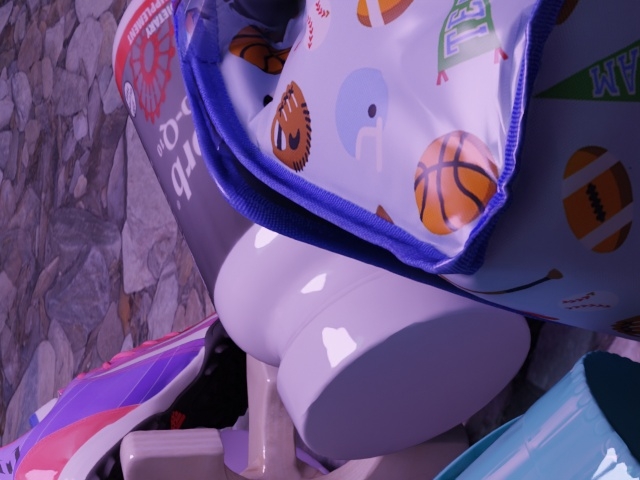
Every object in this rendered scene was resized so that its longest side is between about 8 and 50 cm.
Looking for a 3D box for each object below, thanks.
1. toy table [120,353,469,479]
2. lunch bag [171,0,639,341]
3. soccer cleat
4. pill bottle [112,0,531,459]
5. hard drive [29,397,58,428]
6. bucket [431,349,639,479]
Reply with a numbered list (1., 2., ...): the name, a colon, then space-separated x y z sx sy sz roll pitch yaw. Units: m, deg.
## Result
1. toy table: -0.025 0.202 1.241 0.274 0.252 0.160 57 145 42
2. lunch bag: 0.124 -0.074 0.973 0.385 0.328 0.238 29 101 57
3. soccer cleat: -0.146 0.126 1.392 0.116 0.318 0.108 18 127 24
4. pill bottle: -0.001 -0.038 1.228 0.210 0.210 0.363 -54 48 35
5. hard drive: -0.132 0.289 1.405 0.040 0.210 0.318 -37 40 1
6. bucket: 0.169 0.200 0.861 0.183 0.281 0.281 -51 39 16
